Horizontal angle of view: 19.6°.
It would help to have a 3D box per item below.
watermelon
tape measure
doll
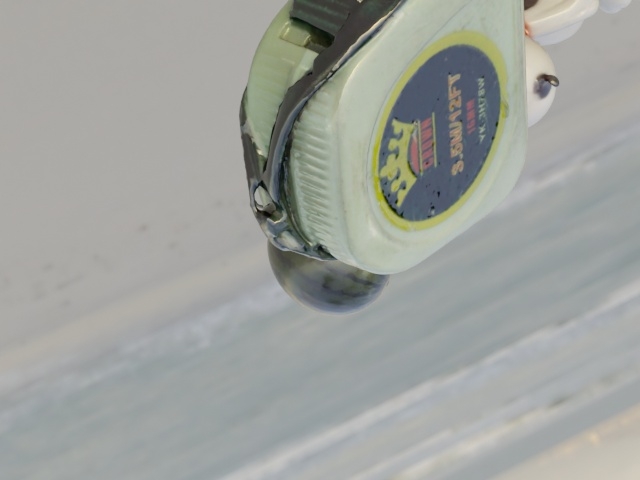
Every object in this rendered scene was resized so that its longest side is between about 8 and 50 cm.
[{"bbox_3d":[0.000,0.000,1.503,0.105,0.133,0.105,-49,164,-20],"label":"watermelon"},{"bbox_3d":[0.034,-0.106,1.172,0.207,0.115,0.235,-32,132,-32],"label":"tape measure"},{"bbox_3d":[0.147,-0.169,1.633,0.208,0.144,0.271,-2,-145,29],"label":"doll"}]
